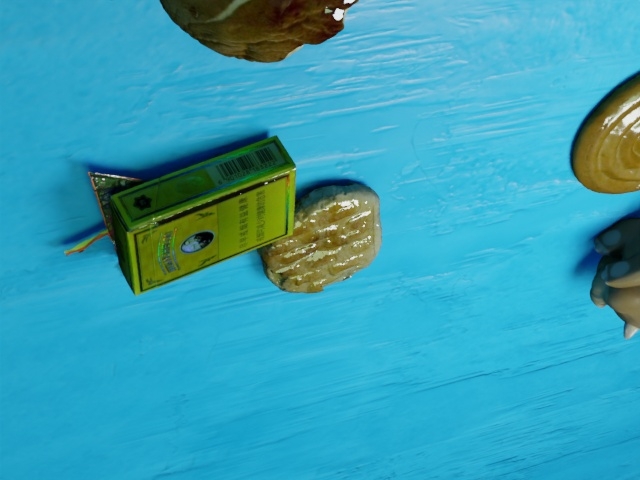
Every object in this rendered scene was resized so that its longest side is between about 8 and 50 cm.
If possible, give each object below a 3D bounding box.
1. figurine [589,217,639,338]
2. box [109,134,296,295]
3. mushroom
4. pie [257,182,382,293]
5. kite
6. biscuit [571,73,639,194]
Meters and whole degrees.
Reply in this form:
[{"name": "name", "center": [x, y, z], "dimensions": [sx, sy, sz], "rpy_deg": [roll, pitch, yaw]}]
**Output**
[{"name": "figurine", "center": [0.542, 0.044, 2.096], "dimensions": [0.247, 0.177, 0.173], "rpy_deg": [-38, 126, 2]}, {"name": "box", "center": [-0.139, -0.029, 1.628], "dimensions": [0.220, 0.064, 0.141], "rpy_deg": [-20, 149, -17]}, {"name": "mushroom", "center": [-0.023, -0.275, 1.330], "dimensions": [0.233, 0.208, 0.301], "rpy_deg": [-16, 162, 36]}, {"name": "pie", "center": [0.000, 0.000, 1.792], "dimensions": [0.195, 0.046, 0.195], "rpy_deg": [-19, 144, -15]}, {"name": "kite", "center": [-0.227, -0.030, 1.623], "dimensions": [0.183, 0.014, 0.241], "rpy_deg": [-28, 151, -7]}, {"name": "biscuit", "center": [0.479, -0.155, 1.925], "dimensions": [0.262, 0.037, 0.262], "rpy_deg": [-18, 143, -14]}]
